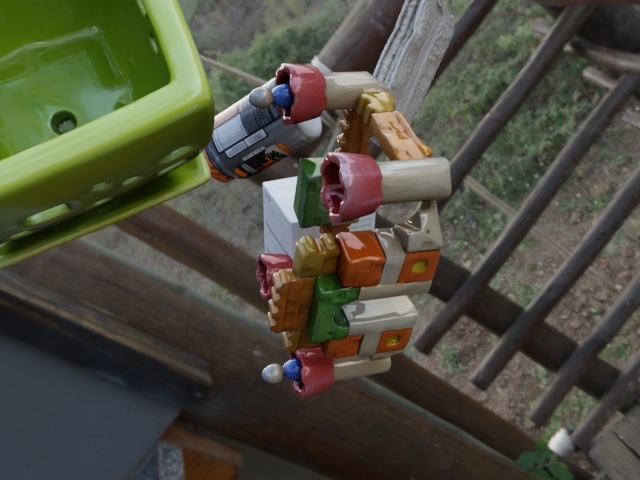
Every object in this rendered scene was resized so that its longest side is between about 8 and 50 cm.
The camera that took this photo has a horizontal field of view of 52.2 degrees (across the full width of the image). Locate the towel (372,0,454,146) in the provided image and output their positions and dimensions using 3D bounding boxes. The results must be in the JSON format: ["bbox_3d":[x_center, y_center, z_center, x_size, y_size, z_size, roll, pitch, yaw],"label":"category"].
[{"bbox_3d":[0.159,-0.303,1.183,0.049,0.187,0.282,26,95,25],"label":"towel"}]

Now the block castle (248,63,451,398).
[{"bbox_3d":[0.000,0.000,0.977,0.303,0.212,0.453,-114,26,-42],"label":"block castle"}]

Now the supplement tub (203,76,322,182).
[{"bbox_3d":[-0.103,-0.174,1.055,0.190,0.117,0.117,-26,41,28],"label":"supplement tub"}]

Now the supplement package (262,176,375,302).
[{"bbox_3d":[-0.007,0.033,1.333,0.175,0.177,0.293,-128,32,-51],"label":"supplement package"}]

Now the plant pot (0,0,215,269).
[{"bbox_3d":[-0.204,-0.109,0.441,0.227,0.228,0.207,-24,-9,-7],"label":"plant pot"}]
